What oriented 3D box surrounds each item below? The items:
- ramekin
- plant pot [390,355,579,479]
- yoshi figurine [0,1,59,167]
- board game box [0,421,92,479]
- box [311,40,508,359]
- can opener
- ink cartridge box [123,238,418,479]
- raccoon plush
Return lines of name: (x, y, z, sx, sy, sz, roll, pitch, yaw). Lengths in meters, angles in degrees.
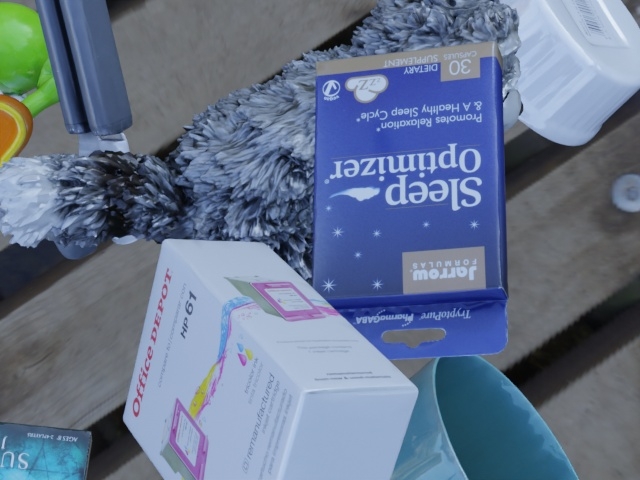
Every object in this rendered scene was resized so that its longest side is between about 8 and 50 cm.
ramekin: (0.345, -0.286, 1.917, 0.277, 0.277, 0.135, 47, 127, -4)
plant pot: (0.126, 0.301, 1.457, 0.235, 0.293, 0.293, -37, 94, 23)
yoshi figurine: (-0.369, -0.170, 1.436, 0.203, 0.362, 0.203, -31, 105, 4)
board game box: (-0.237, 0.167, 0.793, 0.186, 0.026, 0.126, 6, 66, -5)
box: (0.063, -0.029, 0.947, 0.136, 0.036, 0.225, -5, 71, 15)
can opener: (-0.223, -0.120, 1.260, 0.074, 0.093, 0.280, 7, 111, 39)
ink cartridge box: (-0.025, 0.064, 0.516, 0.052, 0.122, 0.088, 2, 114, -32)
raccoon plush: (-0.023, -0.102, 1.116, 0.446, 0.216, 0.299, -7, 135, -39)
